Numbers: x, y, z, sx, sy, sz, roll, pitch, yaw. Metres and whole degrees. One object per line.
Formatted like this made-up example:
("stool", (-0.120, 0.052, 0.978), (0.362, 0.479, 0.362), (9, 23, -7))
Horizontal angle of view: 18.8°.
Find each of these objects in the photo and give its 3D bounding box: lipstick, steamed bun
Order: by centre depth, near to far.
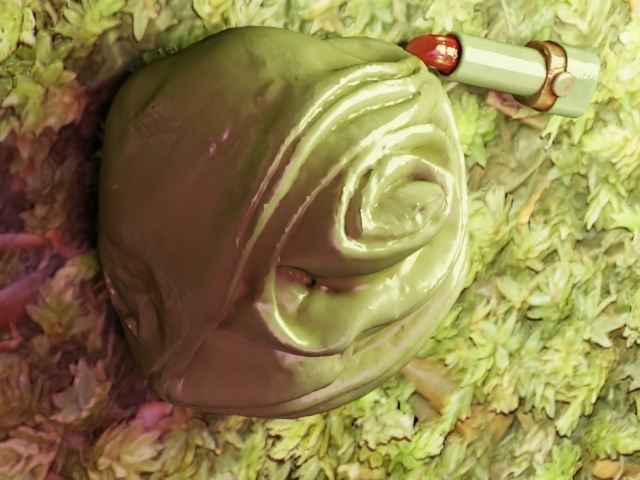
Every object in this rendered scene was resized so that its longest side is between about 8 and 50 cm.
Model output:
("steamed bun", (-0.009, 0.001, 1.515), (0.310, 0.219, 0.324), (-5, 113, -32))
("lipstick", (0.153, -0.150, 1.666), (0.186, 0.057, 0.063), (7, 106, -33))
